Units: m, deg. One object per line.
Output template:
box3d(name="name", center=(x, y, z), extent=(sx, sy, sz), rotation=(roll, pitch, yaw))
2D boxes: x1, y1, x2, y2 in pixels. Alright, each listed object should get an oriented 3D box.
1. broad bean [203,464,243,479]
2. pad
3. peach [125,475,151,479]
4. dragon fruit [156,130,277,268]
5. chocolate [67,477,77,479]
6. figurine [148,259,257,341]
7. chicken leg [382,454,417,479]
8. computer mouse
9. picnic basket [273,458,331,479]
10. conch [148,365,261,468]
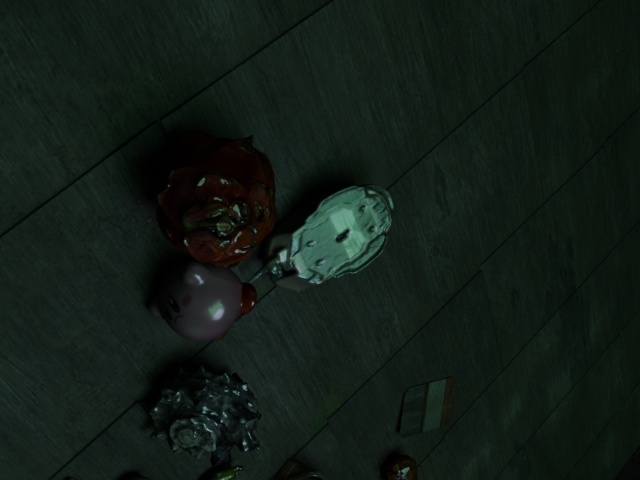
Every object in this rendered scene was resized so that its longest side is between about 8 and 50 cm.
box3d(name="broad bean", center=(-0.274, 0.602, 1.721), extent=(0.213, 0.048, 0.070), rotation=(-38, 132, -19))
box3d(name="pad", center=(0.347, 0.599, 2.248), extent=(0.250, 0.055, 0.323), rotation=(-3, 85, -42))
box3d(name="peach", center=(-0.397, 0.548, 1.563), extent=(0.083, 0.083, 0.083), rotation=(-19, 121, -35))
box3d(name="dragon fruit", center=(-0.189, -0.082, 1.342), extent=(0.315, 0.250, 0.250), rotation=(-73, 150, -44))
box3d(name="chocolate", center=(-0.496, 0.689, 1.495), extent=(0.289, 0.137, 0.301), rotation=(-50, 133, -13))
box3d(name="figurine", center=(-0.238, 0.117, 1.445), extent=(0.173, 0.173, 0.173), rotation=(-19, 121, -35))
box3d(name="chicken leg", center=(0.257, 0.765, 2.268), extent=(0.113, 0.093, 0.304), rotation=(-26, 135, -10))
box3d(name="computer mouse", center=(-0.001, -0.002, 1.646), extent=(0.389, 0.115, 0.199), rotation=(-31, 112, -14))
box3d(name="picnic basket", center=(-0.067, 0.724, 1.902), extent=(0.266, 0.139, 0.165), rotation=(-54, 135, -9))
box3d(name="conch", center=(-0.247, 0.388, 1.567), extent=(0.241, 0.186, 0.313), rotation=(-22, 147, -2))
